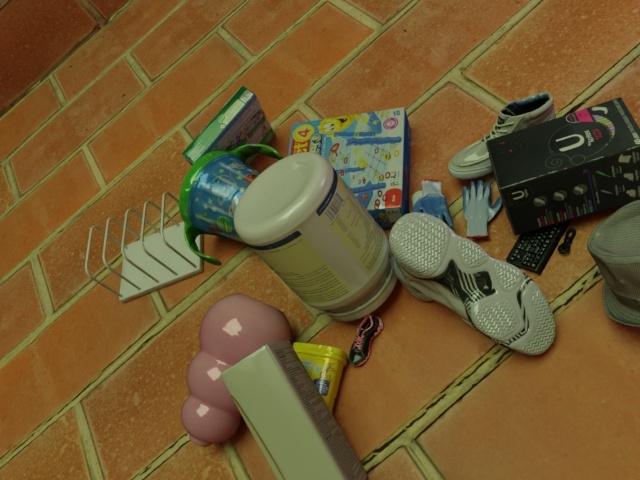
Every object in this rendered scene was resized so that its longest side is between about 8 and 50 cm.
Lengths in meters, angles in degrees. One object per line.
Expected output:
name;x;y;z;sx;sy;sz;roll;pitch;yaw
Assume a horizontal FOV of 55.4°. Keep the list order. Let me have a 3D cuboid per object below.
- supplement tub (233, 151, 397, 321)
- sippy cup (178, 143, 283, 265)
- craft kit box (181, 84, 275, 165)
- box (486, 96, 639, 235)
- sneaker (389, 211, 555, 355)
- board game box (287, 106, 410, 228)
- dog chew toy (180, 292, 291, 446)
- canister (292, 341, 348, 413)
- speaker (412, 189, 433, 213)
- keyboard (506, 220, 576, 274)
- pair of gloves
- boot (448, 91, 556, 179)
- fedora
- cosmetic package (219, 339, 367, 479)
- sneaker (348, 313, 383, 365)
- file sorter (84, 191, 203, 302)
supplement tub;0.000;0.000;1.289;0.236;0.325;0.235;-27;36;21
sippy cup;-0.206;-0.093;1.582;0.224;0.240;0.305;25;113;29
craft kit box;-0.246;-0.269;1.692;0.061;0.246;0.249;37;82;19
box;0.491;-0.145;1.217;0.271;0.143;0.165;-18;41;18
sneaker;0.288;0.090;1.219;0.366;0.210;0.137;38;83;6
board game box;0.066;-0.171;1.518;0.302;0.086;0.308;-5;58;17
dog chew toy;-0.198;0.288;1.340;0.207;0.207;0.331;16;78;37
canister;-0.021;0.312;1.293;0.126;0.073;0.169;2;63;30
speaker;0.240;-0.047;1.383;0.055;0.055;0.136;-15;54;22
keyboard;0.468;-0.014;1.249;0.108;0.023;0.180;24;76;39
pair of gloves;0.301;-0.073;1.345;0.198;0.023;0.159;2;59;10
boot;0.394;-0.238;1.346;0.258;0.123;0.095;-26;47;2
fedora;0.550;0.016;1.021;0.243;0.124;0.275;-57;14;-8
cosmetic package;-0.046;0.349;1.143;0.113;0.160;0.309;-34;77;7
sneaker;0.089;0.209;1.305;0.047;0.057;0.119;16;71;35
file sorter;-0.491;0.015;1.699;0.278;0.173;0.192;-21;51;18
